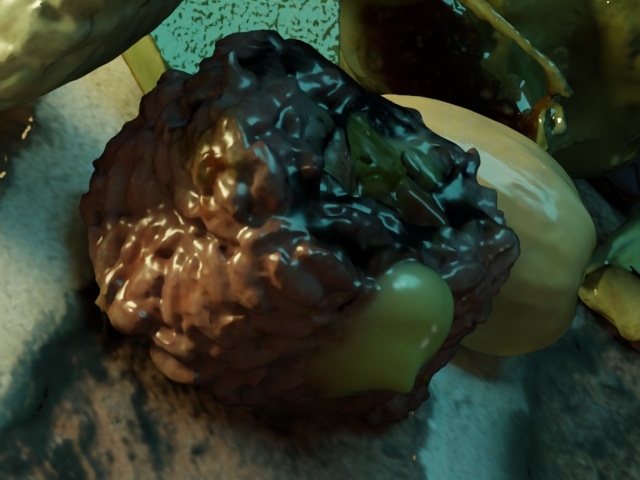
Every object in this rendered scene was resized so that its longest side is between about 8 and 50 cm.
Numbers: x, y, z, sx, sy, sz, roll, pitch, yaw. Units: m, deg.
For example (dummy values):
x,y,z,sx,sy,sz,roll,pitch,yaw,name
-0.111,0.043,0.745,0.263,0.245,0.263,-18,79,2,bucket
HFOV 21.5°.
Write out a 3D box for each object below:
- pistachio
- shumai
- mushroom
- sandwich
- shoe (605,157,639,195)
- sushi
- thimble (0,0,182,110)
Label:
x,y,z,sx,sy,sz,roll,pitch,yaw,name
0.095,-0.016,1.224,0.229,0.157,0.157,36,27,1,pistachio
0.163,-0.211,1.415,0.348,0.395,0.395,-20,61,-33,shumai
0.318,0.009,1.515,0.100,0.081,0.312,39,28,14,mushroom
-0.042,-0.183,1.236,0.245,0.063,0.212,-31,94,-29,sandwich
0.272,-0.140,1.678,0.245,0.095,0.138,46,16,17,shoe
0.000,0.000,1.043,0.270,0.171,0.236,18,34,-42,sushi
-0.203,-0.216,0.986,0.291,0.291,0.195,40,33,1,thimble
